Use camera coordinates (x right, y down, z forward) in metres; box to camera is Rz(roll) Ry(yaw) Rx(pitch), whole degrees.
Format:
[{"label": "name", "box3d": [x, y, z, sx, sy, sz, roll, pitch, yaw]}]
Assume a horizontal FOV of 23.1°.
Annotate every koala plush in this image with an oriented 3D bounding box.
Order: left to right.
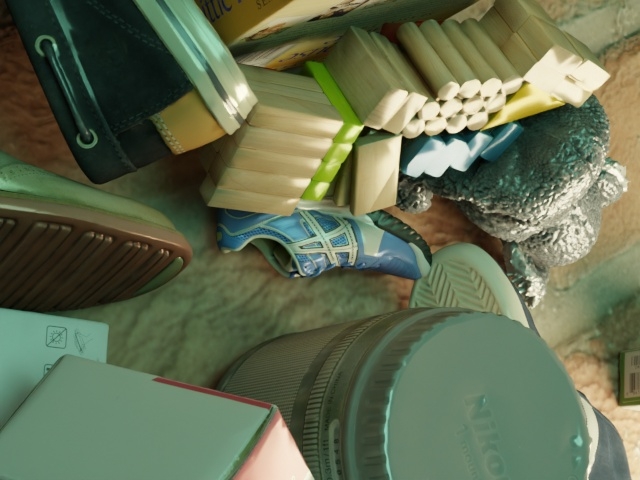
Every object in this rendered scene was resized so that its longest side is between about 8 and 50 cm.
[{"label": "koala plush", "box3d": [0.198, -0.048, 1.460, 0.196, 0.203, 0.221, -52, 137, -14]}]

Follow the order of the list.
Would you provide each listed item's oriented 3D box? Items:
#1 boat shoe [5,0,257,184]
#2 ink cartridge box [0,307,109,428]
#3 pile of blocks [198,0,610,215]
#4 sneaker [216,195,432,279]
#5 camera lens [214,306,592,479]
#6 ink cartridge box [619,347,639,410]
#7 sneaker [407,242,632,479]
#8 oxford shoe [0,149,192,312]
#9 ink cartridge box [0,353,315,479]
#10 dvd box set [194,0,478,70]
[{"label": "boat shoe", "box3d": [-0.245, -0.258, 1.177, 0.156, 0.187, 0.500, -36, 85, 2]}, {"label": "ink cartridge box", "box3d": [-0.317, 0.122, 1.135, 0.333, 0.065, 0.165, 12, 75, -34]}, {"label": "pile of blocks", "box3d": [0.057, -0.120, 1.321, 0.362, 0.149, 0.112, -14, 49, -18]}, {"label": "sneaker", "box3d": [0.000, 0.000, 1.375, 0.211, 0.080, 0.081, 20, 76, -19]}, {"label": "camera lens", "box3d": [0.048, 0.170, 1.244, 0.219, 0.274, 0.219, 7, 77, -33]}, {"label": "ink cartridge box", "box3d": [0.417, 0.151, 1.601, 0.209, 0.109, 0.062, 12, 74, -32]}, {"label": "sneaker", "box3d": [0.199, 0.159, 1.455, 0.148, 0.131, 0.350, -23, 93, -51]}, {"label": "oxford shoe", "box3d": [-0.265, -0.045, 1.164, 0.397, 0.140, 0.146, 16, 48, -42]}, {"label": "ink cartridge box", "box3d": [-0.087, 0.231, 1.120, 0.117, 0.207, 0.283, -53, 135, -34]}, {"label": "dvd box set", "box3d": [0.074, -0.231, 1.255, 0.308, 0.420, 0.062, -17, 86, -35]}]
